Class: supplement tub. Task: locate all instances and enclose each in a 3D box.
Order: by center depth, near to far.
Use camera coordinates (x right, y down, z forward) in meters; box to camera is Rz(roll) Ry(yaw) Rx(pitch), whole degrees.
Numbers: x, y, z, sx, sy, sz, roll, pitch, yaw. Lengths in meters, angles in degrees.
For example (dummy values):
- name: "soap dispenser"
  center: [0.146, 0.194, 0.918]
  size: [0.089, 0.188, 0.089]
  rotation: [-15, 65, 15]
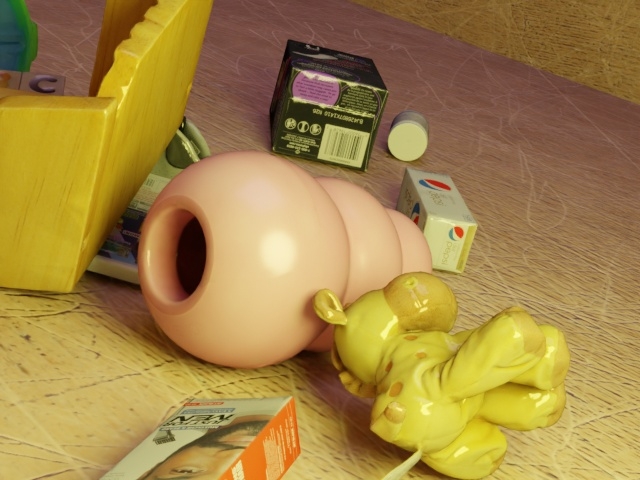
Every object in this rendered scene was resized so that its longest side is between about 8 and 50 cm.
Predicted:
- name: "supplement tub"
  center: [0.155, -0.185, 1.928]
  size: [0.071, 0.071, 0.107]
  rotation: [15, 19, 3]

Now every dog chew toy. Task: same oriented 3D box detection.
- name: "dog chew toy"
  center: [-0.014, 0.022, 1.093]
  size: [0.332, 0.206, 0.207]
  rotation: [4, 21, -45]

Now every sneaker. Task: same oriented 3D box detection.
- name: "sneaker"
  center: [-0.225, -0.115, 1.399]
  size: [0.229, 0.132, 0.086]
  rotation: [19, 18, 14]

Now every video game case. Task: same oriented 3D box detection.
- name: "video game case"
  center: [-0.181, -0.011, 1.230]
  size: [0.201, 0.023, 0.183]
  rotation: [17, 35, -3]

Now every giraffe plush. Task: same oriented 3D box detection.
- name: "giraffe plush"
  center: [0.086, 0.103, 0.946]
  size: [0.210, 0.181, 0.170]
  rotation: [-26, 48, -12]

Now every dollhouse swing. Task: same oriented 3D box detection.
- name: "dollhouse swing"
  center: [-0.321, -0.160, 1.155]
  size: [0.305, 0.315, 0.346]
  rotation: [21, 38, 1]

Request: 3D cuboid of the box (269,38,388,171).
- name: "box"
  center: [0.008, -0.234, 1.855]
  size: [0.165, 0.143, 0.270]
  rotation: [13, 19, -7]

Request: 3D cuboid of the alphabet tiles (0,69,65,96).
- name: "alphabet tiles"
  center: [-0.408, -0.120, 1.322]
  size: [0.285, 0.011, 0.342]
  rotation: [4, 37, -11]

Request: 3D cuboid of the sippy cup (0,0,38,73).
- name: "sippy cup"
  center: [-0.568, -0.286, 1.544]
  size: [0.224, 0.240, 0.305]
  rotation: [13, -18, 31]

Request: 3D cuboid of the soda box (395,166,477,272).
- name: "soda box"
  center: [0.156, -0.032, 1.510]
  size: [0.069, 0.073, 0.216]
  rotation: [11, 20, -7]

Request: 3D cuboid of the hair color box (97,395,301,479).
- name: "hair color box"
  center: [-0.085, 0.167, 0.802]
  size: [0.093, 0.053, 0.167]
  rotation: [-4, 13, 18]
